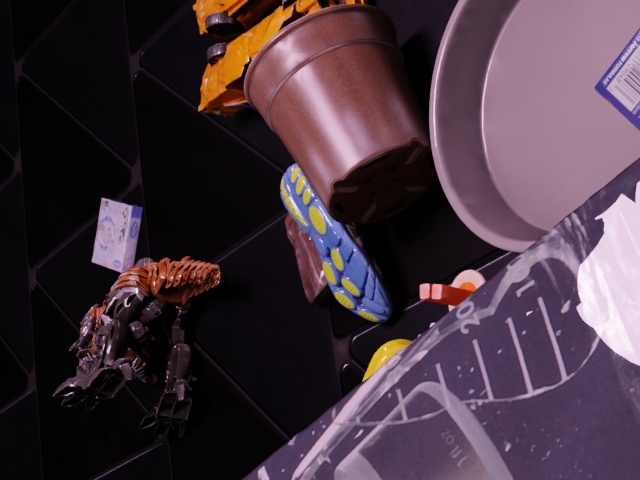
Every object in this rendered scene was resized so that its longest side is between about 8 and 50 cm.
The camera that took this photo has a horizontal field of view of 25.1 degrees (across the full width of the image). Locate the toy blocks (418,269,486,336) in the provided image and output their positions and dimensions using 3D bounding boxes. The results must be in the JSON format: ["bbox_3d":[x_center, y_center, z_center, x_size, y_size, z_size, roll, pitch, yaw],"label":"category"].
[{"bbox_3d":[0.131,0.068,1.238,0.123,0.148,0.054,49,122,46],"label":"toy blocks"}]

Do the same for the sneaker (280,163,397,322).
[{"bbox_3d":[0.030,-0.004,1.461,0.188,0.078,0.067,60,140,20],"label":"sneaker"}]

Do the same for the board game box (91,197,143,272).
[{"bbox_3d":[-0.273,-0.007,1.926,0.090,0.020,0.090,15,96,54],"label":"board game box"}]

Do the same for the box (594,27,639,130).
[{"bbox_3d":[0.323,-0.090,1.052,0.225,0.036,0.136,49,123,22],"label":"box"}]

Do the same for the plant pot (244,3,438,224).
[{"bbox_3d":[0.033,-0.116,1.415,0.167,0.167,0.165,-50,55,37],"label":"plant pot"}]

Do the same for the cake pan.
[{"bbox_3d":[0.208,-0.132,1.250,0.293,0.054,0.293,-15,72,52],"label":"cake pan"}]

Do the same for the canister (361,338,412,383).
[{"bbox_3d":[0.091,0.179,1.301,0.170,0.073,0.126,-130,57,-66],"label":"canister"}]

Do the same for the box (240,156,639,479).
[{"bbox_3d":[0.230,0.268,0.890,0.472,0.297,0.480,-44,51,32],"label":"box"}]

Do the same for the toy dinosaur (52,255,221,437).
[{"bbox_3d":[-0.223,0.102,1.739,0.322,0.164,0.218,115,164,-57],"label":"toy dinosaur"}]

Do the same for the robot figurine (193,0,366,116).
[{"bbox_3d":[-0.045,-0.254,1.599,0.291,0.085,0.211,-25,65,51],"label":"robot figurine"}]

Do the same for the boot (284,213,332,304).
[{"bbox_3d":[0.000,0.000,1.529,0.106,0.037,0.114,119,144,-47],"label":"boot"}]
